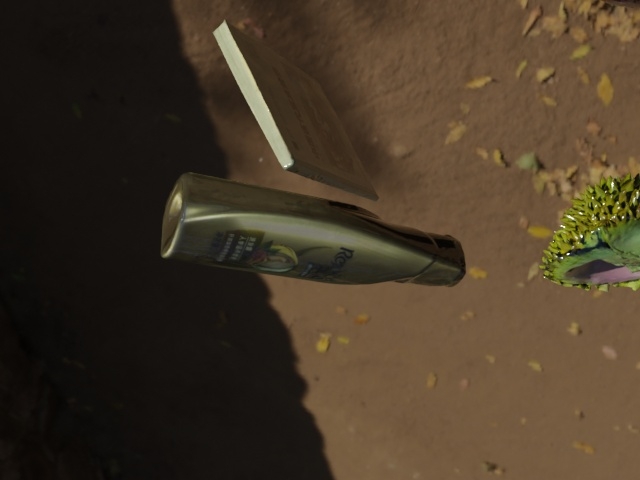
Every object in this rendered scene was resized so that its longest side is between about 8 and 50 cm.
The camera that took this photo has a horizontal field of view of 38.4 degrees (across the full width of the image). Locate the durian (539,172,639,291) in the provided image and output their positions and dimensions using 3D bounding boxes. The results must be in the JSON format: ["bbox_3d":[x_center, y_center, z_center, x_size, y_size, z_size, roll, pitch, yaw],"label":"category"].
[{"bbox_3d":[0.291,-0.008,0.848,0.220,0.095,0.137,10,162,-29],"label":"durian"}]

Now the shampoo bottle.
[{"bbox_3d":[0.000,0.000,1.051,0.350,0.084,0.125,10,149,-21],"label":"shampoo bottle"}]

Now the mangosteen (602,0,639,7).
[{"bbox_3d":[0.496,-0.505,1.392,0.297,0.293,0.297,6,101,32],"label":"mangosteen"}]

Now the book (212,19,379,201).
[{"bbox_3d":[-0.023,-0.158,1.209,0.025,0.282,0.215,-32,74,18],"label":"book"}]
